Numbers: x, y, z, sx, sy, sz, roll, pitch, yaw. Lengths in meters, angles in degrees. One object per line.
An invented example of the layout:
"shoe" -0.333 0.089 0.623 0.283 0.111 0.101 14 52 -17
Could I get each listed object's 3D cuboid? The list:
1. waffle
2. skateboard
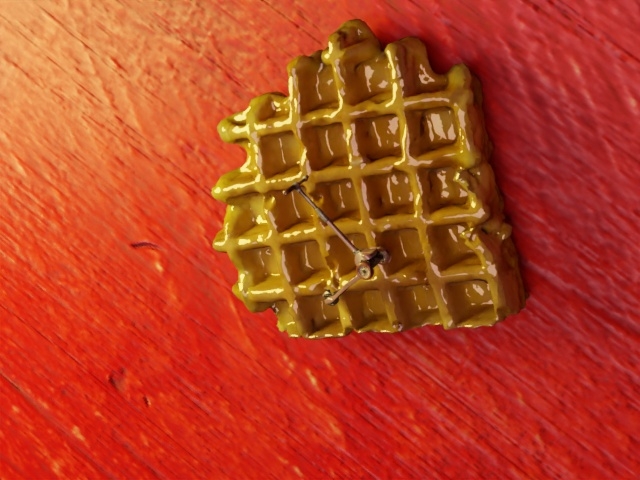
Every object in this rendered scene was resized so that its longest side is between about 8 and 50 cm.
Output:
"waffle" 0.017 -0.042 0.934 0.229 0.057 0.219 -6 103 28
"skateboard" 0.000 0.000 0.908 0.083 0.032 0.064 50 132 1
